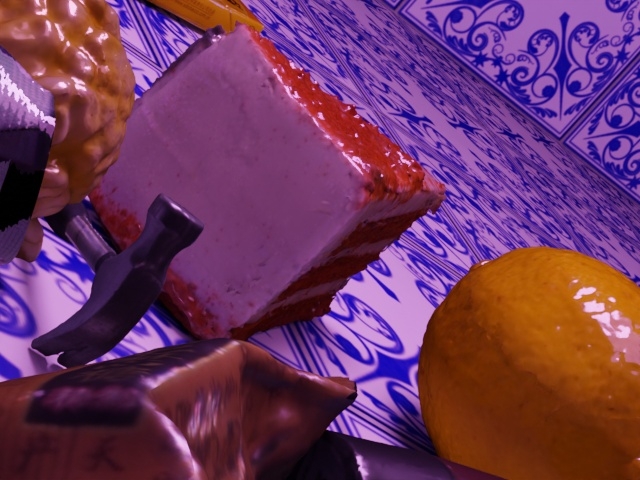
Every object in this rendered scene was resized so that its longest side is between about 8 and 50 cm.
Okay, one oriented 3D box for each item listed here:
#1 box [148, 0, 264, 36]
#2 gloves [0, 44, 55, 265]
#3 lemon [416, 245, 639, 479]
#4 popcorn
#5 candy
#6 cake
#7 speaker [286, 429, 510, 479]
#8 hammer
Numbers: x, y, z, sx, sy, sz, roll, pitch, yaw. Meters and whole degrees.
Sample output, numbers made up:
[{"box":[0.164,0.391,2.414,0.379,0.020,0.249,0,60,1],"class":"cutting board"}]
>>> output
[{"box":[-0.182,-0.290,1.793,0.152,0.043,0.269,50,16,31],"class":"box"},{"box":[-0.225,-0.061,0.743,0.212,0.127,0.111,15,34,-18],"class":"gloves"},{"box":[0.163,0.106,1.198,0.188,0.188,0.257,30,21,-42],"class":"lemon"},{"box":[-0.177,-0.079,0.882,0.180,0.170,0.180,31,-9,5],"class":"popcorn"},{"box":[-0.069,0.091,0.715,0.271,0.143,0.101,-31,116,-78],"class":"candy"},{"box":[0.000,0.000,1.134,0.262,0.158,0.159,31,21,-45],"class":"cake"},{"box":[0.128,0.214,0.857,0.329,0.198,0.259,17,36,-38],"class":"speaker"},{"box":[-0.139,-0.007,0.949,0.029,0.103,0.246,34,1,-29],"class":"hammer"}]
